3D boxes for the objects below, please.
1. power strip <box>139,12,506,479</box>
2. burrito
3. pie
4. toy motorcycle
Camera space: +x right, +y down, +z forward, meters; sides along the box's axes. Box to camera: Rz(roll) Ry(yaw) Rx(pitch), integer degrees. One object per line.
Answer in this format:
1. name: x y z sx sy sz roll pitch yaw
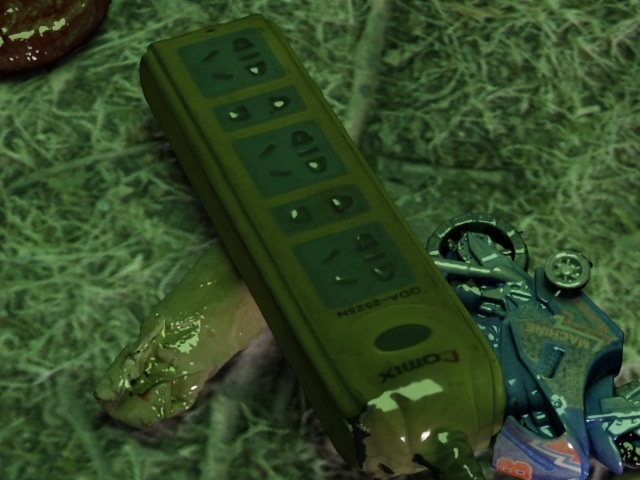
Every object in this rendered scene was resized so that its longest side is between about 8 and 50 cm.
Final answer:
1. power strip: 0.000 0.000 1.105 0.092 0.066 0.387 -17 47 -16
2. burrito: -0.058 0.039 1.138 0.058 0.045 0.188 37 53 6
3. pie: -0.212 -0.164 1.293 0.154 0.036 0.154 2 51 -3
4. toy motorcycle: 0.115 0.069 1.119 0.114 0.076 0.205 -33 60 -20
